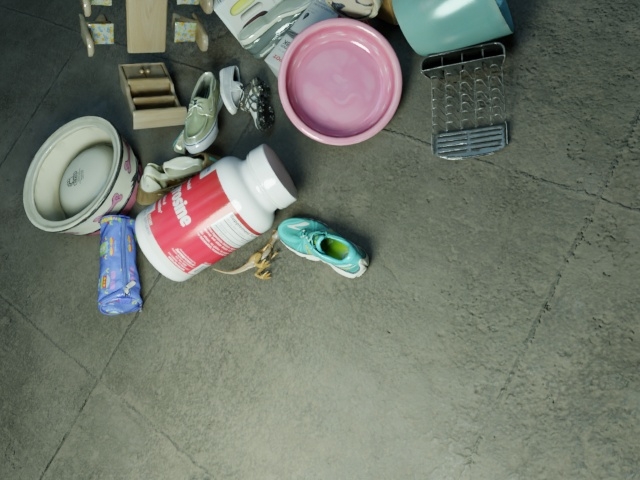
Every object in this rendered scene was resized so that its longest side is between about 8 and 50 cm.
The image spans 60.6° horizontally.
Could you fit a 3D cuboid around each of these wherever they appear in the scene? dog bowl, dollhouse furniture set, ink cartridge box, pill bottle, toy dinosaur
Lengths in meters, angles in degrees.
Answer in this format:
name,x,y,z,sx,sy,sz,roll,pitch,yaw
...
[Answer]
name,x,y,z,sx,sy,sz,roll,pitch,yaw
dog bowl,-0.766,-0.196,1.797,0.407,0.150,0.409,-8,68,21
dollhouse furniture set,-0.524,-0.581,1.685,0.361,0.394,0.257,-12,57,-26
ink cartridge box,-0.001,-0.561,1.609,0.197,0.114,0.273,40,91,30
pill bottle,-0.274,-0.080,1.483,0.407,0.229,0.229,-31,61,11
toy dinosaur,-0.178,0.060,1.494,0.211,0.064,0.112,-37,41,-3

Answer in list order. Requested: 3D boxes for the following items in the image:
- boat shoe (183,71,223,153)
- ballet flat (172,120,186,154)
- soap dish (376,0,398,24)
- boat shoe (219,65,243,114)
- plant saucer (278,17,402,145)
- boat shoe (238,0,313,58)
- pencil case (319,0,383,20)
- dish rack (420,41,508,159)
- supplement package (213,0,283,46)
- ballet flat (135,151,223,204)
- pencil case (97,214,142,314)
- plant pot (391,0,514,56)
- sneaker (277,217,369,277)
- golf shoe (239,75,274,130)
name,x,y,z,sx,sy,sz,roll,pitch,yaw
boat shoe,-0.368,-0.394,1.677,0.109,0.094,0.303,-8,51,14
ballet flat,-0.416,-0.352,1.763,0.052,0.057,0.168,25,85,2
soap dish,0.221,-0.796,1.596,0.229,0.118,0.291,41,91,31
boat shoe,-0.275,-0.482,1.738,0.063,0.066,0.184,-21,54,17
plant saucer,0.051,-0.420,1.478,0.331,0.084,0.333,0,92,-4
boat shoe,-0.102,-0.683,1.717,0.319,0.099,0.116,-28,45,11
pencil case,0.147,-0.797,1.467,0.183,0.160,0.411,24,82,13
dish rack,0.363,-0.340,1.369,0.208,0.074,0.272,-5,78,24
supplement package,-0.235,-0.772,1.749,0.203,0.194,0.149,-35,60,9
ballet flat,-0.453,-0.198,1.670,0.342,0.124,0.116,-12,68,20
pencil case,-0.597,0.069,1.633,0.133,0.119,0.307,-35,56,43
plant pot,0.323,-0.611,1.394,0.235,0.293,0.293,-20,63,30
sneaker,0.000,0.000,1.397,0.275,0.110,0.107,23,81,30
golf shoe,-0.198,-0.401,1.669,0.093,0.077,0.198,-25,55,26
